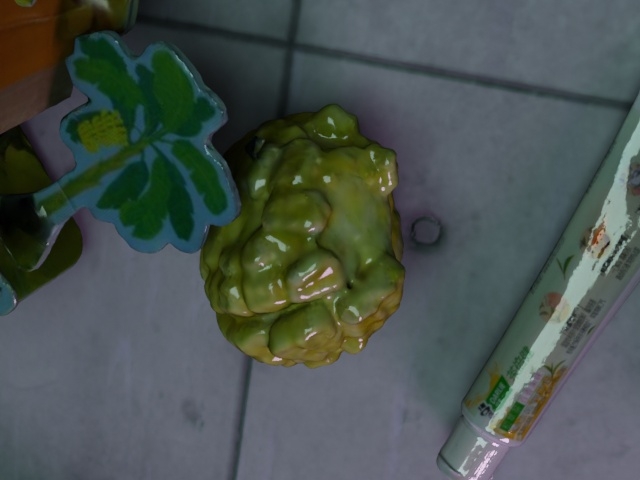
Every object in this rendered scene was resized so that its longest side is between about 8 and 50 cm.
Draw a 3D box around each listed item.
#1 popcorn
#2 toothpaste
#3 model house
[{"bbox_3d":[-0.011,-0.004,0.849,0.142,0.173,0.173,24,110,-5],"label":"popcorn"},{"bbox_3d":[0.171,0.035,0.873,0.314,0.058,0.056,-59,43,16],"label":"toothpaste"},{"bbox_3d":[-0.212,-0.117,0.768,0.312,0.242,0.358,-25,97,42],"label":"model house"}]
